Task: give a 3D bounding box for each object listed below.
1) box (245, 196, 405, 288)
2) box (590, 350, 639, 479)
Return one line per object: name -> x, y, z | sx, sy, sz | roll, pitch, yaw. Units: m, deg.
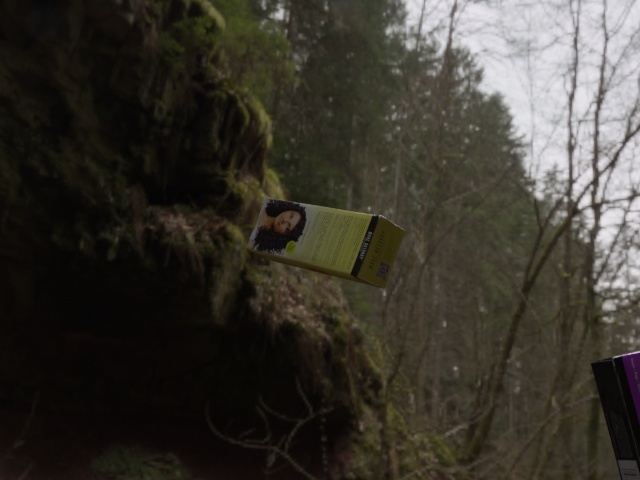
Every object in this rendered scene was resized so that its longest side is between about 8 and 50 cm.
box -> 0.000, 0.000, 1.012 | 0.232, 0.087, 0.058 | 10, -13, 46
box -> 0.291, 0.135, 0.575 | 0.162, 0.116, 0.029 | -6, -12, -23
